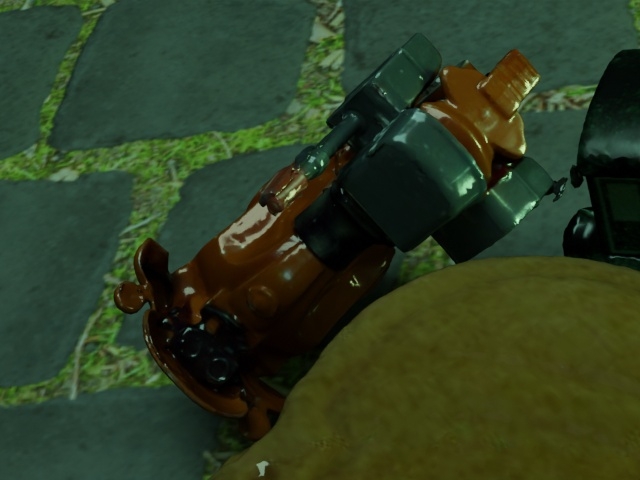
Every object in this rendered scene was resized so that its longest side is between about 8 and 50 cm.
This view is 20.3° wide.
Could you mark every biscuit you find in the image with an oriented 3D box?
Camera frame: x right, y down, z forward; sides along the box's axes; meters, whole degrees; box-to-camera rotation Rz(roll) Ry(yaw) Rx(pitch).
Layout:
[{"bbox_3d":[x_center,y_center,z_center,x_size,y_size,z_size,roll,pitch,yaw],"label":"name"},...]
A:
[{"bbox_3d":[0.106,0.176,0.867,0.349,0.078,0.455,15,46,9],"label":"biscuit"}]

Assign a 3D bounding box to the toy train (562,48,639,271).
[{"bbox_3d":[0.293,-0.014,1.034,0.330,0.178,0.138,3,42,27],"label":"toy train"}]

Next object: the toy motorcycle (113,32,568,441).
[{"bbox_3d":[0.000,0.000,1.095,0.325,0.148,0.221,-39,8,48],"label":"toy motorcycle"}]
